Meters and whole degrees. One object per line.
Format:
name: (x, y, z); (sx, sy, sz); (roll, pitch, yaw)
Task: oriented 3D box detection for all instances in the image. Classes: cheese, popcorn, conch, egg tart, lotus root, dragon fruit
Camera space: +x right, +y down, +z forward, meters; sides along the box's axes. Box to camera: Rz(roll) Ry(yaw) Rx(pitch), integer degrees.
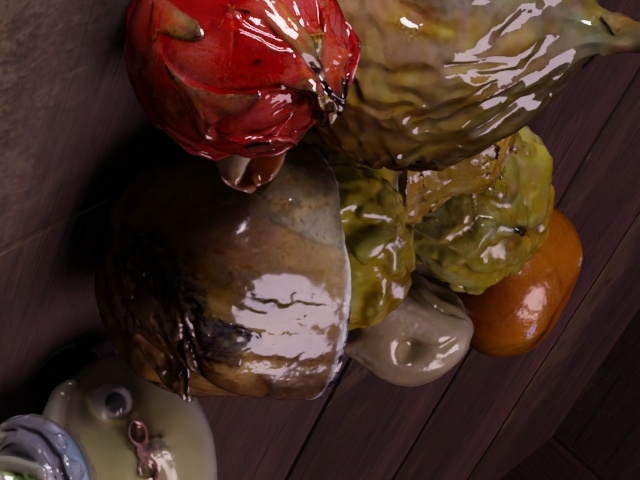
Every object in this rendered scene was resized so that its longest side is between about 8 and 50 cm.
cheese: (0.078, 0.083, 2.257); (0.235, 0.218, 0.117); (12, 117, -46)
popcorn: (0.181, -0.059, 2.210); (0.233, 0.192, 0.266); (-36, 134, -28)
popcorn: (0.003, -0.003, 1.848); (0.197, 0.197, 0.155); (-57, -167, 27)
conch: (-0.060, -0.114, 1.602); (0.094, 0.176, 0.104); (-16, 140, -8)
egg tart: (0.147, -0.142, 1.950); (0.295, 0.116, 0.295); (17, 90, -78)
lotus root: (-0.100, 0.035, 1.695); (0.192, 0.272, 0.272); (-10, 140, -42)
dragon fruit: (-0.062, -0.148, 1.457); (0.172, 0.209, 0.172); (-5, 97, -42)

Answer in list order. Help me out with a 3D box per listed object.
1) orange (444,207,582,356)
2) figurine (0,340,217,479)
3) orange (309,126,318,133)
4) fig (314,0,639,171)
orange: (0.265, 0.053, 2.691); (0.240, 0.171, 0.240); (-56, 165, -24)
figurine: (-0.290, 0.241, 1.816); (0.274, 0.226, 0.394); (-25, 173, 38)
orange: (0.026, -0.100, 1.937); (0.095, 0.085, 0.085); (-58, 164, -7)
fig: (0.150, -0.172, 1.570); (0.286, 0.369, 0.286); (-35, 136, -42)
